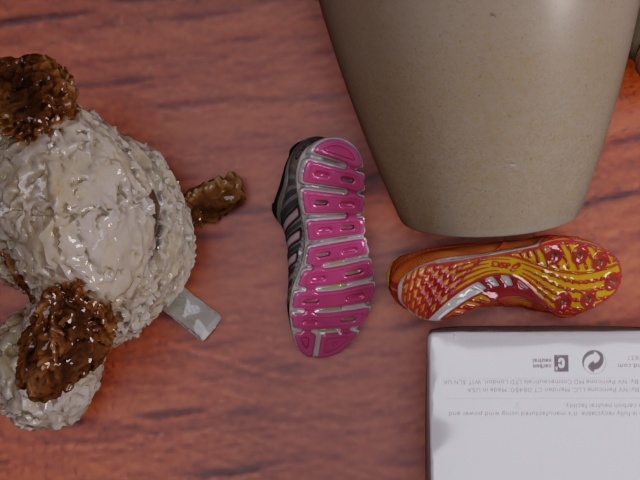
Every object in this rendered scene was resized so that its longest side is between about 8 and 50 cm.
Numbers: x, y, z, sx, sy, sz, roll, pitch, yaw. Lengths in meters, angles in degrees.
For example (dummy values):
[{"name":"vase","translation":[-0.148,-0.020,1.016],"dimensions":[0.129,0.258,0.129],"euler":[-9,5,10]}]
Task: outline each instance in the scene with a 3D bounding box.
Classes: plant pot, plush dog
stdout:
[{"name":"plant pot","translation":[0.112,-0.149,1.120],"dimensions":[0.256,0.256,0.274],"euler":[-4,104,3]},{"name":"plush dog","translation":[-0.161,-0.009,1.115],"dimensions":[0.211,0.225,0.262],"euler":[-14,87,2]}]

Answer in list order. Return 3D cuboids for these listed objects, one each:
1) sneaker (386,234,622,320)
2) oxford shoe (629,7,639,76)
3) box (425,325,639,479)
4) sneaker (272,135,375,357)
[{"name":"sneaker","translation":[0.134,0.020,1.185],"dimensions":[0.175,0.067,0.064],"euler":[0,106,-13]},{"name":"oxford shoe","translation":[0.311,-0.265,1.174],"dimensions":[0.130,0.123,0.348],"euler":[36,84,25]},{"name":"box","translation":[0.164,0.150,1.147],"dimensions":[0.181,0.119,0.182],"euler":[-1,87,3]},{"name":"sneaker","translation":[0.000,0.000,1.194],"dimensions":[0.063,0.075,0.170],"euler":[-6,110,-15]}]
